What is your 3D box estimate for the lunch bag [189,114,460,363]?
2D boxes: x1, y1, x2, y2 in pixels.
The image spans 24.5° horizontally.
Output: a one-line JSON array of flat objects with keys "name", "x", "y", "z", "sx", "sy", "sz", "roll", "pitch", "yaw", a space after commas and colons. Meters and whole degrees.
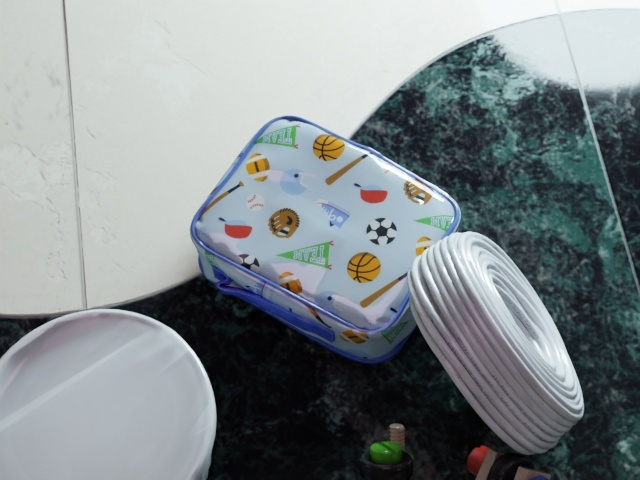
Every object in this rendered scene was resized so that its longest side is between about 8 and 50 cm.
[{"name": "lunch bag", "x": 0.000, "y": 0.000, "z": 1.765, "sx": 0.303, "sy": 0.115, "sz": 0.243, "roll": 27, "pitch": 68, "yaw": 18}]

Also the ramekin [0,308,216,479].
[{"name": "ramekin", "x": -0.243, "y": 0.223, "z": 1.646, "sx": 0.273, "sy": 0.127, "sz": 0.273, "roll": -2, "pitch": 61, "yaw": 4}]

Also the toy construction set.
[{"name": "toy construction set", "x": 0.160, "y": 0.356, "z": 1.510, "sx": 0.309, "sy": 0.257, "sz": 0.237, "roll": 6, "pitch": 104, "yaw": 26}]

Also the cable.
[{"name": "cable", "x": 0.196, "y": 0.110, "z": 1.609, "sx": 0.089, "sy": 0.257, "sz": 0.257, "roll": -35, "pitch": 67, "yaw": 16}]
